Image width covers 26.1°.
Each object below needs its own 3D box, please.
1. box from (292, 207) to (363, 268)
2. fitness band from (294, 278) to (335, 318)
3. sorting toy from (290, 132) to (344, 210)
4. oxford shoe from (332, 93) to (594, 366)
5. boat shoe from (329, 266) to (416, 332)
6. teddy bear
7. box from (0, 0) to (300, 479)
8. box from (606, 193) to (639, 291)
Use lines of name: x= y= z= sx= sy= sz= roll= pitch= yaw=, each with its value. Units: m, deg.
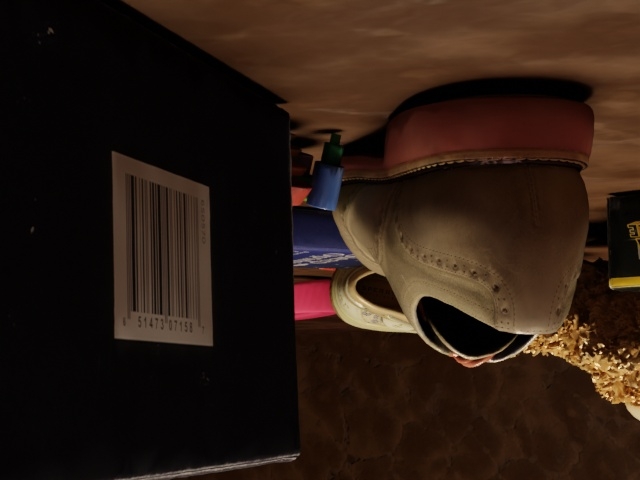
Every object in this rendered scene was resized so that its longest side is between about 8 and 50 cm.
box: x=0.000 y=0.000 z=1.157 sx=0.225 sy=0.037 sz=0.136 roll=2 pitch=173 yaw=-34
fitness band: x=-0.095 y=0.080 z=1.813 sx=0.209 sy=0.054 sz=0.291 roll=-1 pitch=175 yaw=-23
sorting toy: x=-0.016 y=-0.044 z=0.770 sx=0.061 sy=0.042 sz=0.102 roll=14 pitch=-173 yaw=6
oxford shoe: x=0.067 y=0.009 z=0.806 sx=0.123 sy=0.130 sz=0.348 roll=-1 pitch=174 yaw=-4
boat shoe: x=0.155 y=0.064 z=1.441 sx=0.285 sy=0.105 sz=0.089 roll=1 pitch=176 yaw=-10
teddy bear: x=0.270 y=0.083 z=1.250 sx=0.245 sy=0.113 sz=0.338 roll=9 pitch=-171 yaw=-30
box: x=-0.208 y=0.012 z=0.565 sx=0.312 sy=0.179 sz=0.343 roll=-4 pitch=173 yaw=16
box: x=0.408 y=0.004 z=1.076 sx=0.257 sy=0.079 sz=0.322 roll=-4 pitch=174 yaw=37
